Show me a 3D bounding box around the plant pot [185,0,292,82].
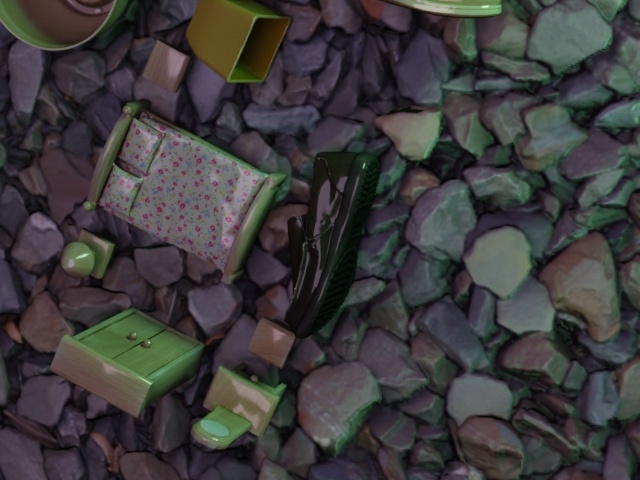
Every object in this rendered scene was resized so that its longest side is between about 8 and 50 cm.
[{"bbox_3d":[-0.097,-0.228,1.754,0.083,0.081,0.081,33,109,21],"label":"plant pot"}]

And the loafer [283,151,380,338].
[{"bbox_3d":[0.000,0.000,1.769,0.078,0.080,0.220,21,97,19],"label":"loafer"}]

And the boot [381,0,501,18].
[{"bbox_3d":[0.103,-0.326,1.667,0.213,0.077,0.165,19,104,18],"label":"boot"}]

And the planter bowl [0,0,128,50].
[{"bbox_3d":[-0.275,-0.296,1.783,0.162,0.109,0.162,4,102,18],"label":"planter bowl"}]

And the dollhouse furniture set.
[{"bbox_3d":[-0.140,0.007,1.760,0.303,0.174,0.355,27,108,12],"label":"dollhouse furniture set"}]
